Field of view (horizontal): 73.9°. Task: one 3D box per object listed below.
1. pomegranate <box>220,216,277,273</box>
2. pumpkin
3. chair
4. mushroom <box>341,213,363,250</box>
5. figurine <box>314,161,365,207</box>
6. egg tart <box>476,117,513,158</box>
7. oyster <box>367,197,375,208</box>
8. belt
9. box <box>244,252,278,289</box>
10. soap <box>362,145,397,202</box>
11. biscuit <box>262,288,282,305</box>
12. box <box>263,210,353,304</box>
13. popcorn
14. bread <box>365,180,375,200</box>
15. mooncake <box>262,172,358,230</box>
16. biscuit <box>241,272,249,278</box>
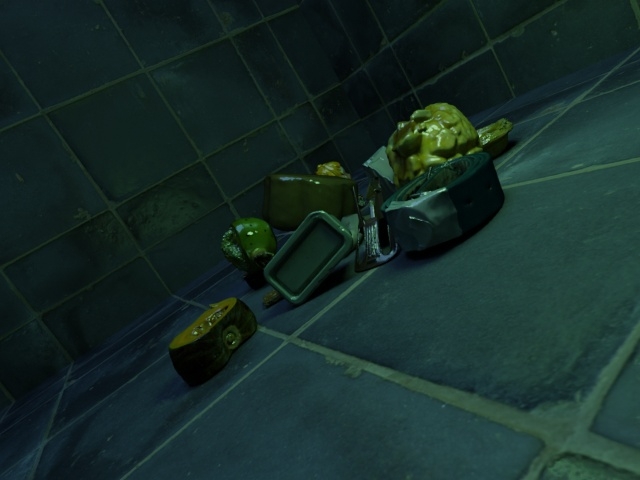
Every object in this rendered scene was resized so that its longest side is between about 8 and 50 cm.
[{"bbox_3d":[-0.305,0.036,1.942,0.260,0.260,0.340,-35,44,-20],"label":"pomegranate"},{"bbox_3d":[-0.358,0.320,1.388,0.221,0.139,0.317,-20,19,33],"label":"pumpkin"},{"bbox_3d":[0.213,-0.036,1.477,0.175,0.183,0.327,-22,59,37],"label":"chair"},{"bbox_3d":[0.124,-0.029,1.718,0.118,0.103,0.270,-26,18,22],"label":"mushroom"},{"bbox_3d":[0.090,-0.304,2.370,0.196,0.323,0.320,-45,23,8],"label":"figurine"},{"bbox_3d":[0.684,-0.402,1.810,0.288,0.118,0.288,-29,14,8],"label":"egg tart"},{"bbox_3d":[0.274,-0.195,2.126,0.106,0.061,0.200,-31,11,-4],"label":"oyster"},{"bbox_3d":[0.375,-0.127,1.292,0.300,0.173,0.436,-14,21,48],"label":"belt"},{"bbox_3d":[-0.203,0.110,2.066,0.350,0.058,0.211,-35,14,-16],"label":"box"},{"bbox_3d":[0.346,-0.294,1.865,0.159,0.258,0.302,-34,12,-20],"label":"soap"},{"bbox_3d":[-0.120,0.178,1.640,0.230,0.025,0.131,-32,10,-2],"label":"biscuit"},{"bbox_3d":[-0.025,0.046,1.458,0.312,0.175,0.182,-49,-3,16],"label":"box"},{"bbox_3d":[0.440,-0.335,1.648,0.390,0.354,0.344,-32,-31,-37],"label":"popcorn"},{"bbox_3d":[0.362,-0.270,2.276,0.167,0.163,0.264,-36,-19,-17],"label":"bread"},{"bbox_3d":[-0.051,-0.190,2.052,0.466,0.262,0.467,2,12,0],"label":"mooncake"},{"bbox_3d":[-0.371,0.174,2.317,0.130,0.019,0.119,-24,13,33],"label":"biscuit"}]
